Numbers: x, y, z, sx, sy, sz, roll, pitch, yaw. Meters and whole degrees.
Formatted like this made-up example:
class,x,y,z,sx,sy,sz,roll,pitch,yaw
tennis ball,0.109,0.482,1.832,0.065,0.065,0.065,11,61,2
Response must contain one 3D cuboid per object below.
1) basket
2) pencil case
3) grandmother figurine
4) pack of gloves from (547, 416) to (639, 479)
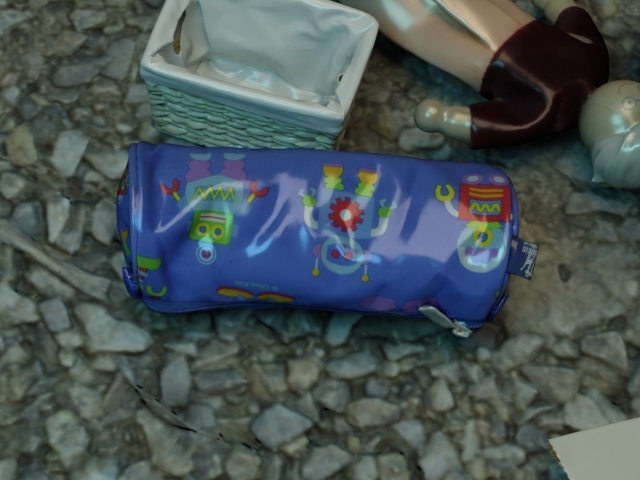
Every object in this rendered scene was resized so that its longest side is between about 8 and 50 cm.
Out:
class,x,y,z,sx,sy,sz,roll,pitch,yaw
basket,-0.048,-0.131,1.107,0.167,0.103,0.113,16,59,6
pencil case,0.000,0.000,1.024,0.306,0.119,0.133,4,70,-3
grandmother figurine,0.156,-0.151,1.140,0.342,0.104,0.208,35,69,18
pack of gloves,0.298,0.202,0.983,0.232,0.046,0.195,-14,57,-21
